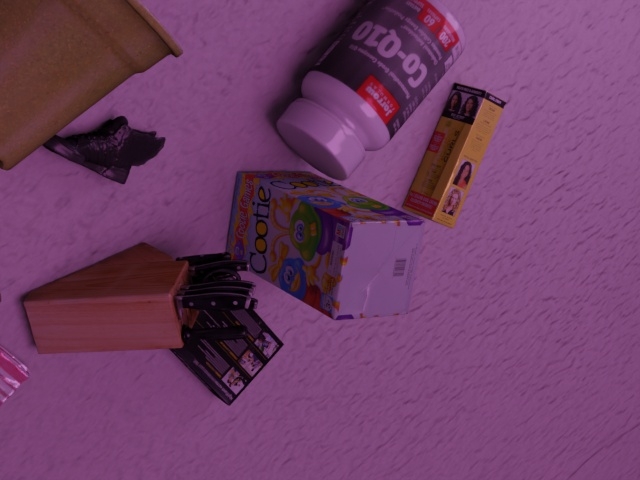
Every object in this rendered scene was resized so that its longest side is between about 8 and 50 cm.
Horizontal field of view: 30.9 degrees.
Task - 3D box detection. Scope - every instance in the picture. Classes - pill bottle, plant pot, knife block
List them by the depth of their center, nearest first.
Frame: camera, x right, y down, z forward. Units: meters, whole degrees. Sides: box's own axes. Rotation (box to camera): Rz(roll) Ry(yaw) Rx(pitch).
[{"bbox_3d":[-0.348,-0.231,1.365,0.254,0.276,0.276,-45,130,-1],"label":"plant pot"},{"bbox_3d":[-0.228,0.096,1.573,0.275,0.242,0.088,-25,120,-29],"label":"knife block"},{"bbox_3d":[0.074,-0.238,1.740,0.283,0.161,0.161,-51,130,-12],"label":"pill bottle"}]

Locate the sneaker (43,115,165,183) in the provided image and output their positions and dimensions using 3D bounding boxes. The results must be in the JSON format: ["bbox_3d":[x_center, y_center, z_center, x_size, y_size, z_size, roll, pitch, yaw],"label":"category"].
[{"bbox_3d":[-0.291,-0.135,1.564,0.170,0.051,0.089,27,89,-46],"label":"sneaker"}]

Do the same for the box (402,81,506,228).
[{"bbox_3d":[0.224,-0.143,1.950,0.058,0.087,0.232,20,95,-39],"label":"box"}]

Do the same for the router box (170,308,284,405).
[{"bbox_3d":[-0.153,0.151,1.785,0.133,0.046,0.179,-48,129,-14],"label":"router box"}]

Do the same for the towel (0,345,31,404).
[{"bbox_3d":[-0.497,0.213,1.544,0.197,0.029,0.144,-51,130,-11],"label":"towel"}]

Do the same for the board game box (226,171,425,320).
[{"bbox_3d":[0.000,0.000,1.696,0.142,0.275,0.144,-2,108,-38],"label":"board game box"}]
